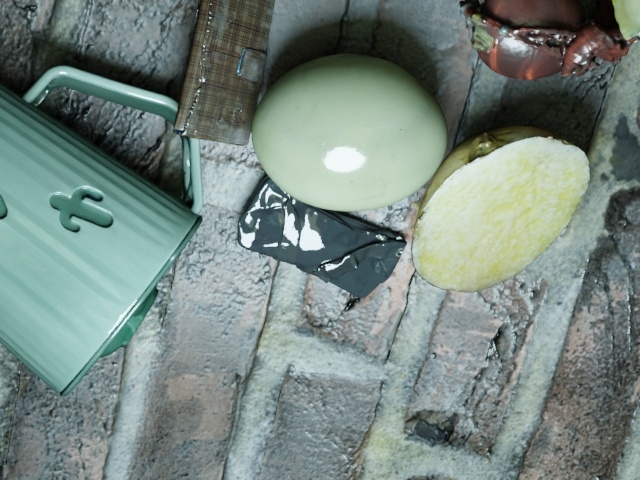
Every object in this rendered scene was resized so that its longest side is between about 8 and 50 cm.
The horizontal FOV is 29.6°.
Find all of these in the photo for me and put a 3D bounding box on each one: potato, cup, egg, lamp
[{"bbox_3d":[0.236,-0.064,1.735,0.239,0.116,0.299,7,128,-31],"label":"potato"},{"bbox_3d":[-0.372,-0.041,1.685,0.392,0.401,0.310,39,137,-7],"label":"cup"},{"bbox_3d":[0.039,-0.148,1.666,0.269,0.219,0.219,4,108,-6],"label":"egg"},{"bbox_3d":[0.304,-0.286,1.664,0.223,0.215,0.151,39,123,7],"label":"lamp"}]

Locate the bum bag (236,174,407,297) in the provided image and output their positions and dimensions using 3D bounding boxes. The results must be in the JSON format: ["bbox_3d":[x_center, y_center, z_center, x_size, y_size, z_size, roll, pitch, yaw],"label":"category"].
[{"bbox_3d":[0.000,0.000,1.792,0.248,0.060,0.123,25,105,-10],"label":"bum bag"}]

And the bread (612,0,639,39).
[{"bbox_3d":[0.547,-0.346,1.562,0.333,0.160,0.333,0,90,11],"label":"bread"}]

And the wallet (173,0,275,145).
[{"bbox_3d":[-0.131,-0.250,1.672,0.124,0.042,0.230,8,93,-43],"label":"wallet"}]
